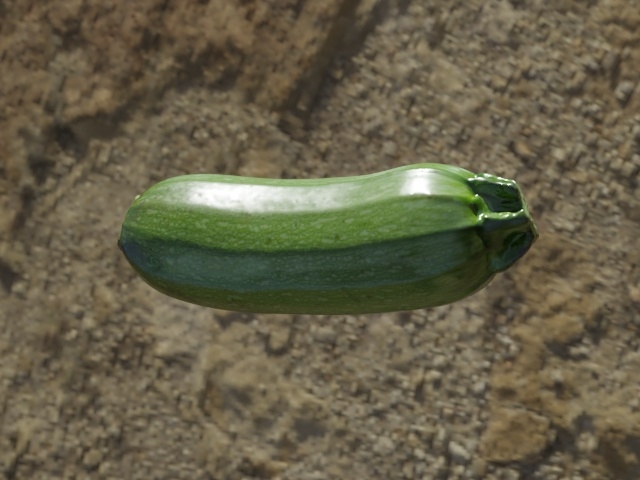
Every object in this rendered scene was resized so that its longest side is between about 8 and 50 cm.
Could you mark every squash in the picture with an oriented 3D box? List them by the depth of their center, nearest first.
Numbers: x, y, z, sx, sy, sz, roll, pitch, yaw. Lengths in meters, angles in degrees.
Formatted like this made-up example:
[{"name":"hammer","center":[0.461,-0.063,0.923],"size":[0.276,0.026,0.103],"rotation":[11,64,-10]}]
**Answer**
[{"name":"squash","center":[0.000,0.000,0.666],"size":[0.219,0.068,0.077],"rotation":[-4,96,21]}]
